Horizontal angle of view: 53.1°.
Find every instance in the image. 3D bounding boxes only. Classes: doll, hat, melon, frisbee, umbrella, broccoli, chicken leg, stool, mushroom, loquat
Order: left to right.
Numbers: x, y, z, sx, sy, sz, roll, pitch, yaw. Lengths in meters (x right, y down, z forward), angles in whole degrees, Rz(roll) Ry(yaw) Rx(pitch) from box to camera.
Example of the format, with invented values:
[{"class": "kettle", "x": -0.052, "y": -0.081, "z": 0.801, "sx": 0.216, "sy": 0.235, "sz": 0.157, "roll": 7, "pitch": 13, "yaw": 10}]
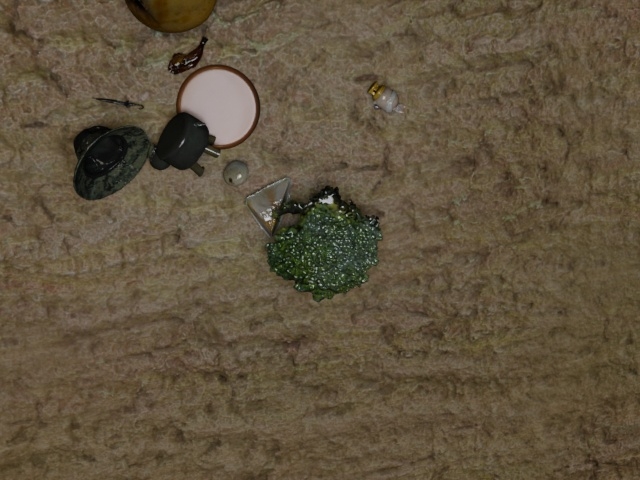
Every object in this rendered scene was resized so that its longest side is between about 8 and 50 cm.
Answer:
[{"class": "hat", "x": -0.628, "y": -0.255, "z": 1.834, "sx": 0.265, "sy": 0.265, "sz": 0.128, "roll": -46, "pitch": 75, "yaw": 5}, {"class": "umbrella", "x": -0.589, "y": -0.403, "z": 1.867, "sx": 0.149, "sy": 0.022, "sz": 0.022, "roll": 12, "pitch": 140, "yaw": -4}, {"class": "loquat", "x": -0.401, "y": -0.691, "z": 1.710, "sx": 0.263, "sy": 0.263, "sz": 0.263, "roll": -3, "pitch": 106, "yaw": -9}, {"class": "stool", "x": -0.397, "y": -0.275, "z": 1.870, "sx": 0.139, "sy": 0.228, "sz": 0.153, "roll": 31, "pitch": 67, "yaw": -38}, {"class": "chicken leg", "x": -0.380, "y": -0.533, "z": 1.860, "sx": 0.145, "sy": 0.037, "sz": 0.062, "roll": -29, "pitch": 95, "yaw": 1}, {"class": "frisbee", "x": -0.305, "y": -0.397, "z": 1.916, "sx": 0.251, "sy": 0.021, "sz": 0.250, "roll": -2, "pitch": 106, "yaw": -8}, {"class": "mushroom", "x": -0.251, "y": -0.199, "z": 1.957, "sx": 0.085, "sy": 0.085, "sz": 0.079, "roll": -44, "pitch": 143, "yaw": 4}, {"class": "melon", "x": -0.166, "y": -0.109, "z": 1.985, "sx": 0.139, "sy": 0.093, "sz": 0.202, "roll": 18, "pitch": 97, "yaw": -6}, {"class": "broccoli", "x": 0.006, "y": 0.005, "z": 1.931, "sx": 0.324, "sy": 0.272, "sz": 0.334, "roll": 26, "pitch": 94, "yaw": -39}, {"class": "doll", "x": 0.200, "y": -0.428, "z": 1.974, "sx": 0.127, "sy": 0.073, "sz": 0.084, "roll": 37, "pitch": 130, "yaw": -13}]
